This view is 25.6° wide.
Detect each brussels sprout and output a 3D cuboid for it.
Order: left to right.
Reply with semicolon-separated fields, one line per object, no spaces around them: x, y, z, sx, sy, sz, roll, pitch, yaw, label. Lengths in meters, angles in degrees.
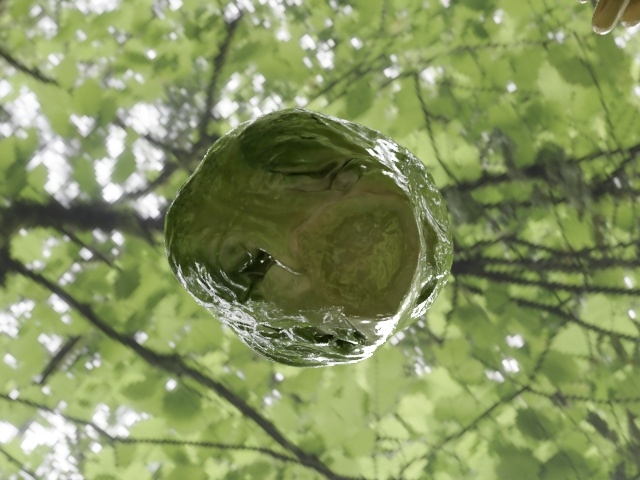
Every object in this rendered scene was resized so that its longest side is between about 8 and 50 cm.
0.000;0.000;1.155;0.210;0.219;0.271;-53;-162;-5;brussels sprout

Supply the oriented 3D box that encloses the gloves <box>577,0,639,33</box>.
0.254;-0.253;1.108;0.164;0.203;0.124;38;-115;22;gloves
